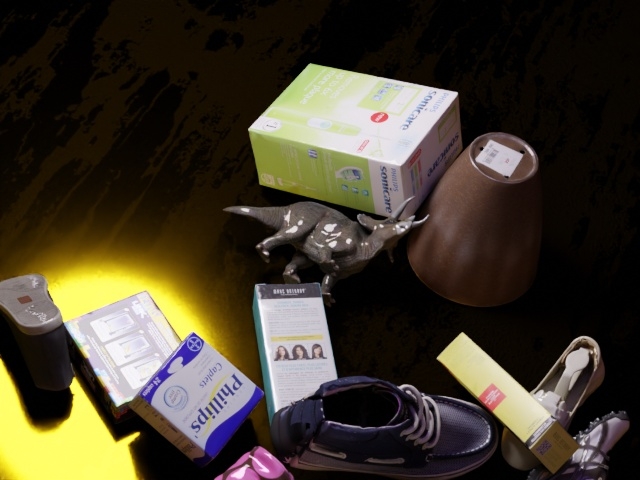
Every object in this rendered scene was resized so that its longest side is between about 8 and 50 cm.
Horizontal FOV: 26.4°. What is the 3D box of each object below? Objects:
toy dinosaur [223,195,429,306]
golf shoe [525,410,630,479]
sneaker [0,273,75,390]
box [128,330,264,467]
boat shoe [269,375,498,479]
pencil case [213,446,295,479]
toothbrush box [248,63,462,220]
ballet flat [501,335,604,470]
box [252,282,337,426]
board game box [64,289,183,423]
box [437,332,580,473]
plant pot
[{"bbox_3d":[0.000,0.000,2.138,0.314,0.121,0.160,13,44,28],"label":"toy dinosaur"},{"bbox_3d":[0.381,0.323,1.934,0.198,0.077,0.094,-35,65,-21],"label":"golf shoe"},{"bbox_3d":[-0.416,0.132,1.970,0.083,0.118,0.222,-15,24,-17],"label":"sneaker"},{"bbox_3d":[-0.171,0.220,1.891,0.137,0.072,0.126,41,61,-3],"label":"box"},{"bbox_3d":[0.116,0.253,1.849,0.341,0.158,0.127,1,68,-24],"label":"boat shoe"},{"bbox_3d":[-0.119,0.364,1.800,0.098,0.095,0.209,6,38,46],"label":"pencil case"},{"bbox_3d":[0.059,-0.164,2.224,0.283,0.122,0.206,17,47,27],"label":"toothbrush box"},{"bbox_3d":[0.343,0.230,1.999,0.086,0.086,0.248,31,52,17],"label":"ballet flat"},{"bbox_3d":[-0.036,0.174,1.998,0.101,0.060,0.244,-1,49,-12],"label":"box"},{"bbox_3d":[-0.274,0.166,1.975,0.141,0.048,0.170,-21,56,-27],"label":"board game box"},{"bbox_3d":[0.263,0.227,1.933,0.058,0.087,0.232,-44,43,0],"label":"box"},{"bbox_3d":[0.259,-0.051,2.131,0.215,0.230,0.215,4,49,-5],"label":"plant pot"}]
